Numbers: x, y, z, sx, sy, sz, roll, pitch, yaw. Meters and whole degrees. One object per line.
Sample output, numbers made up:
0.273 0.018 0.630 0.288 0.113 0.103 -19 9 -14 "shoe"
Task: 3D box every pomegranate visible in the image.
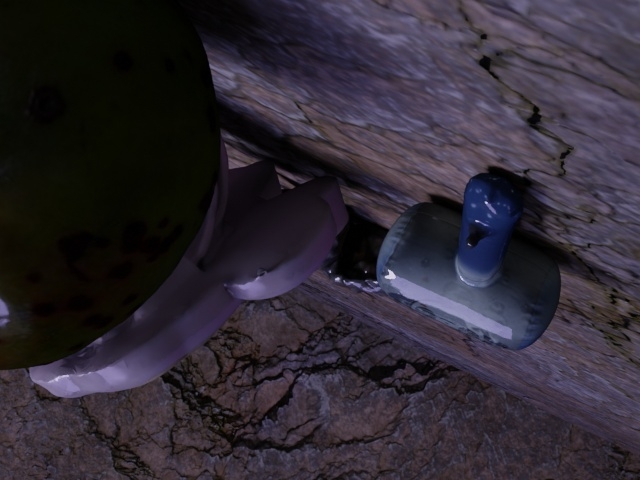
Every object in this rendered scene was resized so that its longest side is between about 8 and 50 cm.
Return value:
-0.139 -0.053 0.526 0.202 0.202 0.248 27 -159 -3 "pomegranate"

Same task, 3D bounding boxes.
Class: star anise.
0.000 0.000 0.943 0.204 0.061 0.180 24 174 26 "star anise"

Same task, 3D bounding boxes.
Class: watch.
-0.133 -0.033 0.735 0.211 0.248 0.217 20 145 57 "watch"

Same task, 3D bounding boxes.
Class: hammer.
0.090 0.004 0.624 0.116 0.069 0.194 26 166 11 "hammer"
